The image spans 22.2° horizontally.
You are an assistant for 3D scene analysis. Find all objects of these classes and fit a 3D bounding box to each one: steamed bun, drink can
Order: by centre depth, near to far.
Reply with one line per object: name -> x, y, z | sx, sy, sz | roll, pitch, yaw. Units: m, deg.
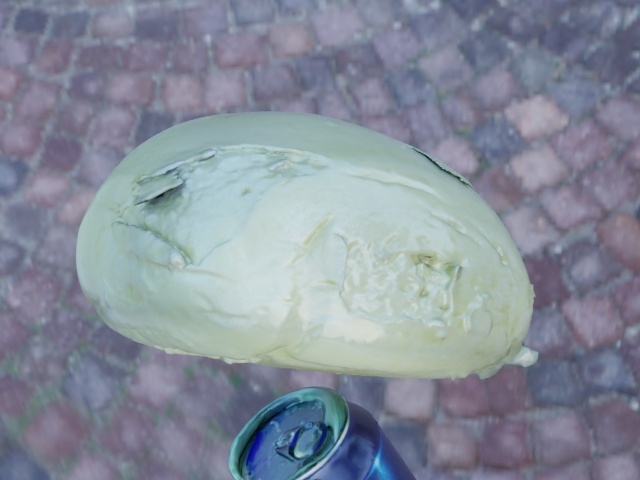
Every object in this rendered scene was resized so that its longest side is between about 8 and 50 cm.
steamed bun -> 0.000, 0.000, 1.041 | 0.273, 0.232, 0.166 | 8, 86, -28
drink can -> 0.023, 0.205, 1.167 | 0.118, 0.205, 0.118 | -25, 30, 16

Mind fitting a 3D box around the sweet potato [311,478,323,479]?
sweet potato -> -0.059, 0.180, 0.893 | 0.059, 0.281, 0.067 | 17, 69, -29
